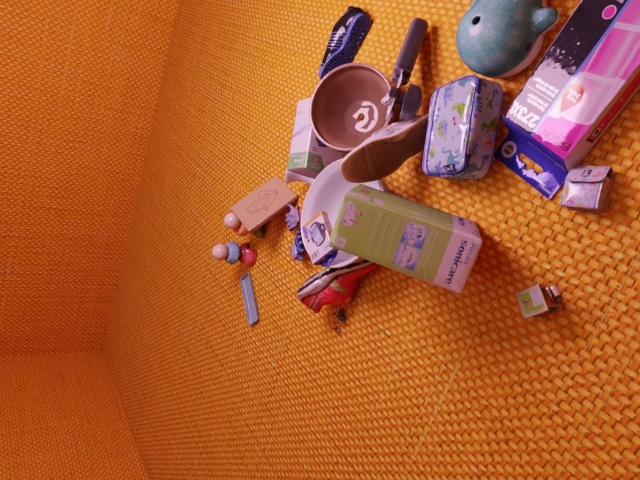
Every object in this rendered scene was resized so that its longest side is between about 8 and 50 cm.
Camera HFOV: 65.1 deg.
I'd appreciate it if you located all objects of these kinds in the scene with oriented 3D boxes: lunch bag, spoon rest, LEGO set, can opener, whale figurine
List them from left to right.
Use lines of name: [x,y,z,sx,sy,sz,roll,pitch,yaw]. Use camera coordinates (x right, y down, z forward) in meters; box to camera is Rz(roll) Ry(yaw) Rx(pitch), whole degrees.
spoon rest: [-0.015,-0.121,1.542,0.276,0.084,0.137,56,155,30]
LEGO set: [0.058,0.230,1.466,0.054,0.024,0.083,58,142,41]
can opener: [0.219,-0.414,1.237,0.074,0.093,0.280,102,-175,-75]
lunch bag: [0.308,-0.244,1.120,0.176,0.090,0.218,-162,80,-68]
whale figurine: [0.380,-0.477,1.024,0.216,0.141,0.271,44,119,46]
lunch bag: [0.489,-0.097,0.919,0.071,0.053,0.083,14,88,50]

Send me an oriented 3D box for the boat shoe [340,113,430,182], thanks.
boat shoe: [0.161,-0.227,1.225,0.096,0.277,0.098,44,159,59]

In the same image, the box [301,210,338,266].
box: [0.000,0.000,1.304,0.081,0.028,0.136,-40,52,33]

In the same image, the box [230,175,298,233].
box: [-0.195,-0.127,1.720,0.201,0.021,0.164,-37,46,-8]

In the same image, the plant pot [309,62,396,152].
plant pot: [0.096,-0.348,1.366,0.238,0.110,0.237,-2,85,21]

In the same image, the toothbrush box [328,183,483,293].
toothbrush box: [0.183,-0.015,1.071,0.284,0.206,0.122,18,106,8]

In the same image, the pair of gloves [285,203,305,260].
pair of gloves: [-0.084,-0.027,1.618,0.159,0.023,0.198,149,113,-70]

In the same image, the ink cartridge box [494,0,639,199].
ink cartridge box: [0.477,-0.276,0.948,0.175,0.069,0.370,55,130,40]

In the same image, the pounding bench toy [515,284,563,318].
pounding bench toy: [0.433,0.112,0.956,0.083,0.065,0.052,-36,58,44]

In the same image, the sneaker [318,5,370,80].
sneaker: [0.060,-0.587,1.504,0.232,0.082,0.090,-52,45,26]

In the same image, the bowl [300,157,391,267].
bowl: [0.093,-0.063,1.341,0.298,0.134,0.297,-14,71,44]

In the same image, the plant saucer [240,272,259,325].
plant saucer: [-0.264,0.219,1.878,0.067,0.018,0.191,-39,58,43]

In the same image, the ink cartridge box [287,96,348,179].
ink cartridge box: [0.002,-0.291,1.464,0.093,0.154,0.212,0,80,49]

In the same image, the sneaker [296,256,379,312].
sneaker: [0.064,0.120,1.416,0.279,0.107,0.118,-31,103,30]

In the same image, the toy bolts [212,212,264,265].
toy bolts: [-0.323,-0.028,1.864,0.218,0.159,0.228,33,112,49]
